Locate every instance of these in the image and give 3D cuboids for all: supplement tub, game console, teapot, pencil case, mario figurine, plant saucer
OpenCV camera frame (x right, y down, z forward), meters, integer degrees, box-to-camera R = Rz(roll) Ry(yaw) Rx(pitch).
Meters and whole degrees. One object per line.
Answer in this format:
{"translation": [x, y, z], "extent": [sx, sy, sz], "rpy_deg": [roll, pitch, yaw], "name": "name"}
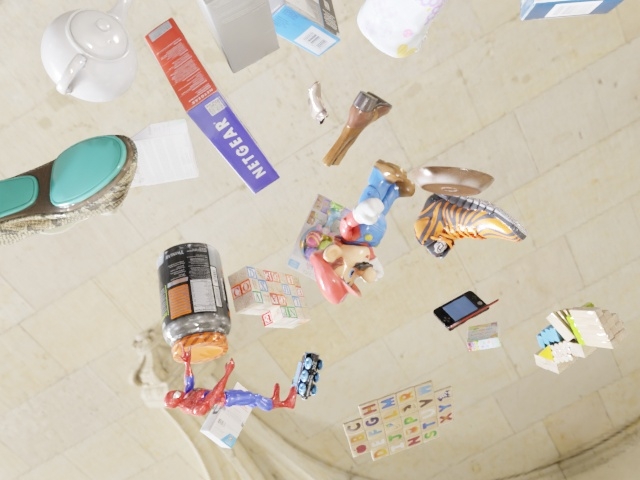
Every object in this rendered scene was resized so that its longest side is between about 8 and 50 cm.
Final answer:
{"translation": [-0.390, 0.192, 1.574], "extent": [0.207, 0.207, 0.338], "rpy_deg": [-26, -121, 17], "name": "supplement tub"}
{"translation": [0.407, 0.185, 1.434], "extent": [0.144, 0.085, 0.124], "rpy_deg": [-25, -138, -14], "name": "game console"}
{"translation": [-0.582, -0.495, 1.306], "extent": [0.252, 0.256, 0.187], "rpy_deg": [-17, 173, -39], "name": "teapot"}
{"translation": [0.169, -0.414, 0.785], "extent": [0.273, 0.124, 0.114], "rpy_deg": [-47, -169, 51], "name": "pencil case"}
{"translation": [0.112, 0.001, 1.098], "extent": [0.321, 0.198, 0.170], "rpy_deg": [-60, -154, 0], "name": "mario figurine"}
{"translation": [0.312, -0.138, 1.218], "extent": [0.198, 0.198, 0.036], "rpy_deg": [3, -97, 55], "name": "plant saucer"}

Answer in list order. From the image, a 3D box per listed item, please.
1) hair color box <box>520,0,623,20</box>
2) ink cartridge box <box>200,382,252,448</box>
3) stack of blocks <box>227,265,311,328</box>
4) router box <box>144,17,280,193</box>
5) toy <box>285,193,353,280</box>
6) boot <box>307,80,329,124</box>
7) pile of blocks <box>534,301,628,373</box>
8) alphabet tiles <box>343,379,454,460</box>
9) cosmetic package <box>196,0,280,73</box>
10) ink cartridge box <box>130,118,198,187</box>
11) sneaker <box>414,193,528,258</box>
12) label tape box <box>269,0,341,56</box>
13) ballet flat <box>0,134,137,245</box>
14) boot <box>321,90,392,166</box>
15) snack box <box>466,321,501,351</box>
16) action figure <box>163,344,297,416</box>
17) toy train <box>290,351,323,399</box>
{"translation": [0.479, -0.617, 0.964], "extent": [0.173, 0.348, 0.105], "rpy_deg": [-1, -175, 6], "name": "hair color box"}
{"translation": [-0.297, 0.569, 1.660], "extent": [0.060, 0.104, 0.180], "rpy_deg": [-18, -147, 44], "name": "ink cartridge box"}
{"translation": [-0.167, 0.199, 1.718], "extent": [0.087, 0.297, 0.171], "rpy_deg": [-29, -115, 24], "name": "stack of blocks"}
{"translation": [-0.251, -0.312, 1.221], "extent": [0.082, 0.335, 0.301], "rpy_deg": [-34, -121, 2], "name": "router box"}
{"translation": [0.000, 0.000, 1.466], "extent": [0.237, 0.136, 0.056], "rpy_deg": [-65, 172, 8], "name": "toy"}
{"translation": [-0.003, -0.401, 1.496], "extent": [0.042, 0.087, 0.118], "rpy_deg": [-26, 169, -18], "name": "boot"}
{"translation": [0.709, 0.251, 1.409], "extent": [0.112, 0.149, 0.362], "rpy_deg": [-27, 158, -20], "name": "pile of blocks"}
{"translation": [0.245, 0.551, 1.539], "extent": [0.342, 0.285, 0.011], "rpy_deg": [-18, -144, -5], "name": "alphabet tiles"}
{"translation": [-0.171, -0.463, 1.034], "extent": [0.127, 0.107, 0.238], "rpy_deg": [-30, 170, -5], "name": "cosmetic package"}
{"translation": [-0.449, -0.223, 1.340], "extent": [0.224, 0.181, 0.056], "rpy_deg": [-10, -121, -8], "name": "ink cartridge box"}
{"translation": [0.373, -0.018, 1.325], "extent": [0.180, 0.124, 0.321], "rpy_deg": [-56, -147, 0], "name": "sneaker"}
{"translation": [-0.082, -0.750, 1.507], "extent": [0.105, 0.240, 0.334], "rpy_deg": [-25, -113, 37], "name": "label tape box"}
{"translation": [-0.550, -0.093, 1.092], "extent": [0.482, 0.182, 0.164], "rpy_deg": [-16, -114, 16], "name": "ballet flat"}
{"translation": [0.135, -0.382, 1.808], "extent": [0.281, 0.096, 0.264], "rpy_deg": [-60, 171, 23], "name": "boot"}
{"translation": [0.535, 0.313, 1.662], "extent": [0.100, 0.037, 0.141], "rpy_deg": [-16, -174, 21], "name": "snack box"}
{"translation": [-0.179, 0.277, 1.016], "extent": [0.091, 0.280, 0.139], "rpy_deg": [-11, -104, 46], "name": "action figure"}
{"translation": [-0.053, 0.514, 1.951], "extent": [0.105, 0.080, 0.184], "rpy_deg": [7, -97, 60], "name": "toy train"}
